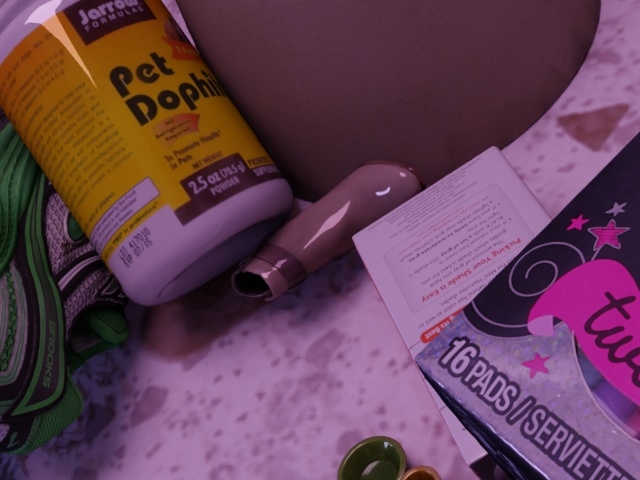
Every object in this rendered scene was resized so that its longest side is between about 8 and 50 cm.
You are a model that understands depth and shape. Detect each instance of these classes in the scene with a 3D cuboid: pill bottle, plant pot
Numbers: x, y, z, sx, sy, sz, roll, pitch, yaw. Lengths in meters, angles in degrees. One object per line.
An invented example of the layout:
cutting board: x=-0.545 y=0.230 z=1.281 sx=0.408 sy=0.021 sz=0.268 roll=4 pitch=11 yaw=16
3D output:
pill bottle: x=-0.119 y=-0.076 z=0.671 sx=0.117 sy=0.117 sz=0.215 roll=-36 pitch=83 yaw=3
plant pot: x=0.000 y=-0.205 z=0.665 sx=0.257 sy=0.274 sz=0.256 roll=-20 pitch=44 yaw=20

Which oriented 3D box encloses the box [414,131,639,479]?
box: x=0.177 y=0.086 z=0.343 sx=0.142 sy=0.163 sz=0.247 roll=-45 pitch=41 yaw=-6

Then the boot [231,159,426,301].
boot: x=0.000 y=0.000 z=0.627 sx=0.087 sy=0.042 sz=0.118 roll=-39 pitch=4 yaw=-27

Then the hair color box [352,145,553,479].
hair color box: x=0.088 y=0.037 z=0.543 sx=0.093 sy=0.053 sz=0.167 roll=-33 pitch=39 yaw=7

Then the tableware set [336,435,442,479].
tableware set: x=0.008 y=0.162 z=0.505 sx=0.104 sy=0.024 sz=0.154 roll=22 pitch=67 yaw=46

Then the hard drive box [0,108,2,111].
hard drive box: x=-0.303 y=-0.196 z=1.021 sx=0.232 sy=0.089 sz=0.181 roll=-40 pitch=40 yaw=-2

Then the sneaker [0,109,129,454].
sneaker: x=-0.192 y=0.012 z=0.728 sx=0.134 sy=0.146 sz=0.343 roll=-40 pitch=22 yaw=26
